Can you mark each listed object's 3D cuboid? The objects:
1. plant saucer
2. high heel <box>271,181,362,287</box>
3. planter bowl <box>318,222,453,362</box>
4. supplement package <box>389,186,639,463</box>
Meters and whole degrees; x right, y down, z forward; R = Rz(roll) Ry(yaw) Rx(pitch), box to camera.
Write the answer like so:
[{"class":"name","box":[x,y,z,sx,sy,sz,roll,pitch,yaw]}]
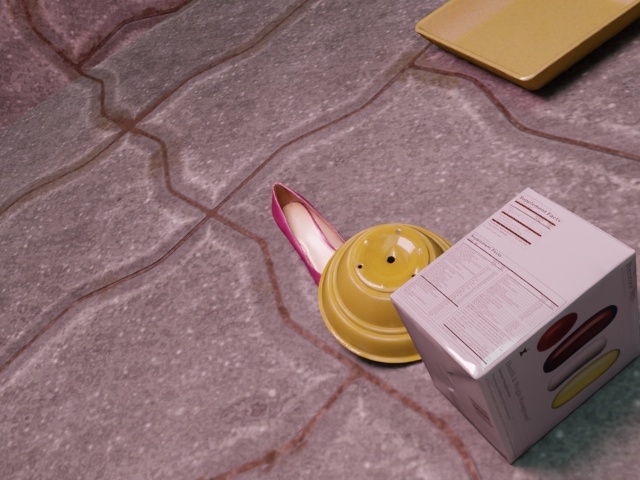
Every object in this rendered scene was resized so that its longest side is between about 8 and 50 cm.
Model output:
[{"class":"plant saucer","box":[0.398,-0.404,1.207,0.333,0.081,0.333,-35,41,-6]},{"class":"high heel","box":[0.000,0.000,1.001,0.082,0.117,0.244,-33,42,-4]},{"class":"planter bowl","box":[0.097,0.045,0.882,0.217,0.090,0.217,-5,56,7]},{"class":"supplement package","box":[0.221,0.094,0.730,0.203,0.194,0.149,-37,43,-8]}]
